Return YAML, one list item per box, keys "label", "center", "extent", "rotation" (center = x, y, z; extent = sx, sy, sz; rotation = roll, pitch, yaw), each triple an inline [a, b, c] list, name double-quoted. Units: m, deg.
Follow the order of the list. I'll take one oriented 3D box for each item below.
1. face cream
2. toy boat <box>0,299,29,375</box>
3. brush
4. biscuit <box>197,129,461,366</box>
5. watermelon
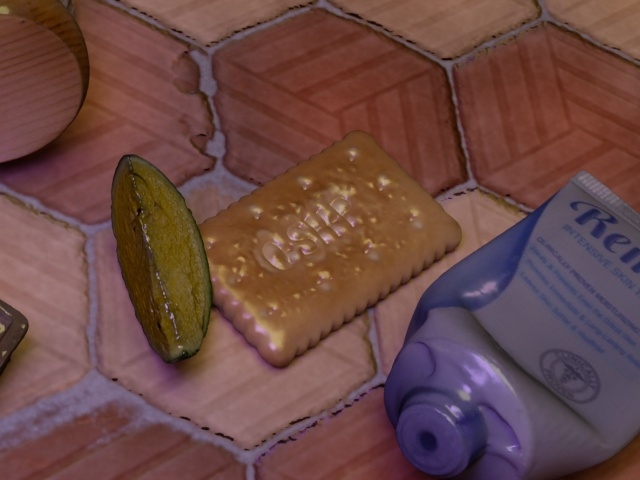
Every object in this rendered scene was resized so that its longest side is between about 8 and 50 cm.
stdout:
- label: "face cream"
  center: [0.213, 0.088, 1.416]
  extent: [0.235, 0.137, 0.420]
  rotation: [43, 44, 17]
- label: "toy boat"
  center: [-0.343, 0.071, 1.282]
  extent: [0.188, 0.061, 0.116]
  rotation: [29, 55, 5]
- label: "brush"
  center: [-0.339, -0.166, 1.398]
  extent: [0.267, 0.174, 0.166]
  rotation: [-18, 45, -4]
- label: "biscuit"
  center: [0.000, 0.000, 1.447]
  extent: [0.250, 0.030, 0.160]
  rotation: [-32, 69, -31]
- label: "watermelon"
  center: [-0.147, 0.024, 1.354]
  extent: [0.075, 0.092, 0.181]
  rotation: [-21, 79, 21]
